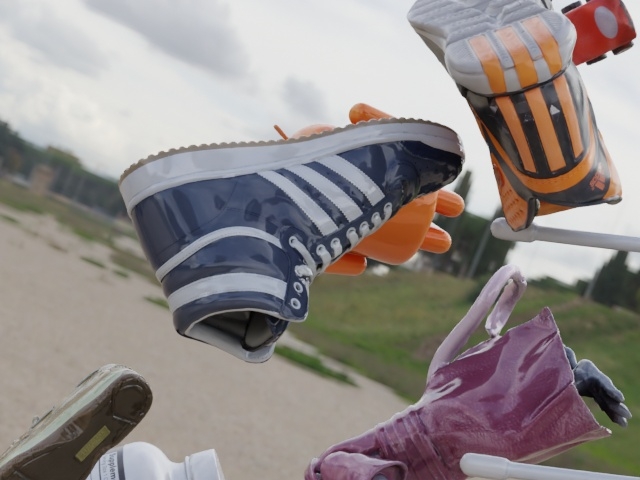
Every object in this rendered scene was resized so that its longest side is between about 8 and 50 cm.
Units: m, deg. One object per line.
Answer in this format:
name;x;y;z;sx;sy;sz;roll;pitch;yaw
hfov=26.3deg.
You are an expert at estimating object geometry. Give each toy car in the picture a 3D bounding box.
toy car;0.272;-0.223;1.186;0.239;0.053;0.225;33;-37;48

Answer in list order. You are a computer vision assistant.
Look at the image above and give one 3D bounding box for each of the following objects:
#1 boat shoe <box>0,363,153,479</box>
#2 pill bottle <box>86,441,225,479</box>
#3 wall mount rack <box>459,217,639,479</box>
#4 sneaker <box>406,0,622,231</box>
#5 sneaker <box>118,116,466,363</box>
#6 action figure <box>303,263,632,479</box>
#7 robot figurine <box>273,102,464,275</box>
boat shoe;-0.233;0.180;1.193;0.072;0.190;0.068;23;-34;51
pill bottle;-0.251;0.319;1.430;0.323;0.181;0.181;-15;-1;-4
wall mount rack;0.267;0.076;1.018;0.130;0.350;0.304;28;-28;-34
sneaker;0.156;-0.111;1.114;0.125;0.180;0.321;-17;23;10
sneaker;0.000;0.000;1.036;0.282;0.153;0.099;-9;-23;-24
action figure;0.095;0.196;1.318;0.275;0.370;0.248;63;-2;25
robot figurine;0.039;-0.047;1.457;0.219;0.128;0.158;17;-43;-16
